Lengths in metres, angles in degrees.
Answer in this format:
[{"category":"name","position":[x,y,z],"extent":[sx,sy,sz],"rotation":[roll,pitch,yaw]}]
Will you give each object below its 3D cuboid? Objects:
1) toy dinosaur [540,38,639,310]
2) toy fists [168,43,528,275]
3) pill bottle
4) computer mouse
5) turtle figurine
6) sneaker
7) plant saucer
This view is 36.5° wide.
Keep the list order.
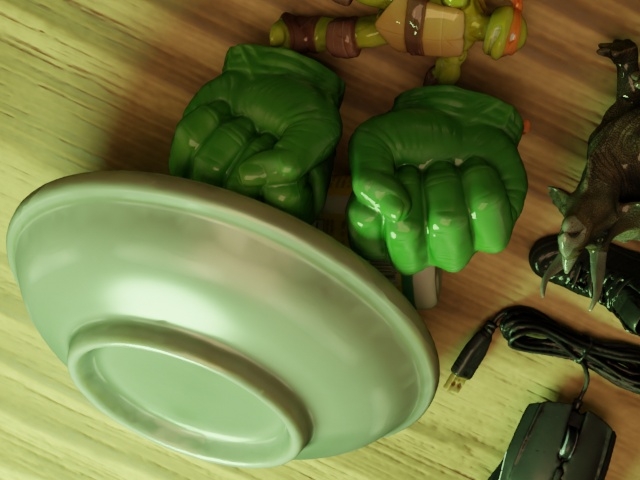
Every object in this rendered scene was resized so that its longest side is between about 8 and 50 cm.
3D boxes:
[{"category":"toy dinosaur","position":[0.294,-0.076,0.766],"extent":[0.314,0.121,0.160],"rotation":[-15,120,-16]},{"category":"toy fists","position":[0.019,-0.061,0.750],"extent":[0.279,0.142,0.096],"rotation":[14,159,9]},{"category":"pill bottle","position":[0.000,0.000,0.850],"extent":[0.209,0.117,0.117],"rotation":[1,116,11]},{"category":"computer mouse","position":[0.191,0.193,0.918],"extent":[0.184,0.060,0.262],"rotation":[26,108,-1]},{"category":"turtle figurine","position":[0.070,-0.183,0.751],"extent":[0.217,0.087,0.269],"rotation":[12,151,12]},{"category":"sneaker","position":[0.265,0.044,0.833],"extent":[0.170,0.089,0.051],"rotation":[13,118,5]},{"category":"plant saucer","position":[-0.102,0.105,0.841],"extent":[0.401,0.100,0.400],"rotation":[15,146,10]}]
